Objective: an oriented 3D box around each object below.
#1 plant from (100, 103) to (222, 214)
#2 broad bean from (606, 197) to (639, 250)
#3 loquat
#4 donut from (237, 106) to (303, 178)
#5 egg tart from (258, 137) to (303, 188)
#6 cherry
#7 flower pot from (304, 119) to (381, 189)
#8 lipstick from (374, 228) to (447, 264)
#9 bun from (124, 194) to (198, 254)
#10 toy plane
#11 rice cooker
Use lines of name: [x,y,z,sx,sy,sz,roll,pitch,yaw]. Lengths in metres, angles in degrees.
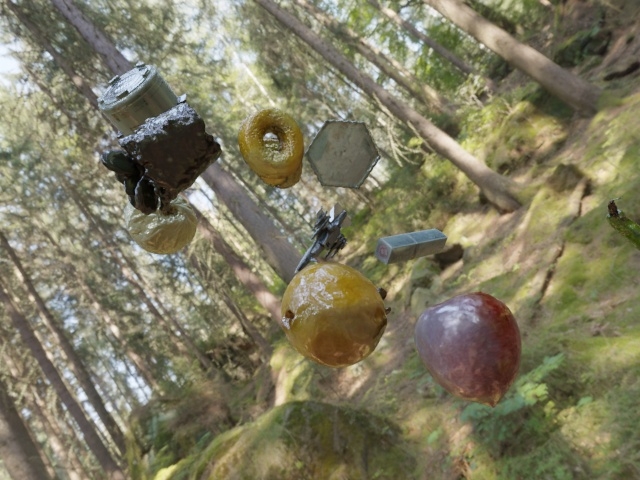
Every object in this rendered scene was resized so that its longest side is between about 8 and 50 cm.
plant: [-0.401,-0.211,1.136,0.276,0.188,0.199,-42,-61,-13]
broad bean: [0.743,0.023,0.965,0.056,0.318,0.098,-50,-3,8]
loquat: [0.026,0.155,0.942,0.238,0.238,0.193,-23,-38,-45]
donut: [-0.115,-0.241,1.086,0.162,0.178,0.065,-26,0,-15]
egg tart: [-0.166,-0.270,1.624,0.090,0.212,0.213,-62,-2,-47]
cherry: [0.327,0.241,0.992,0.239,0.239,0.206,-47,-48,9]
flower pot: [0.078,-0.280,1.437,0.189,0.239,0.209,-67,-18,-75]
lipstick: [0.319,0.017,1.536,0.289,0.077,0.076,-10,-54,-35]
bun: [-0.474,-0.070,1.332,0.134,0.220,0.220,-33,-8,41]
toy plane: [0.015,-0.002,1.184,0.160,0.082,0.234,53,-124,-40]
rice cooker: [-0.578,-0.434,1.477,0.280,0.241,0.227,-26,-47,9]
